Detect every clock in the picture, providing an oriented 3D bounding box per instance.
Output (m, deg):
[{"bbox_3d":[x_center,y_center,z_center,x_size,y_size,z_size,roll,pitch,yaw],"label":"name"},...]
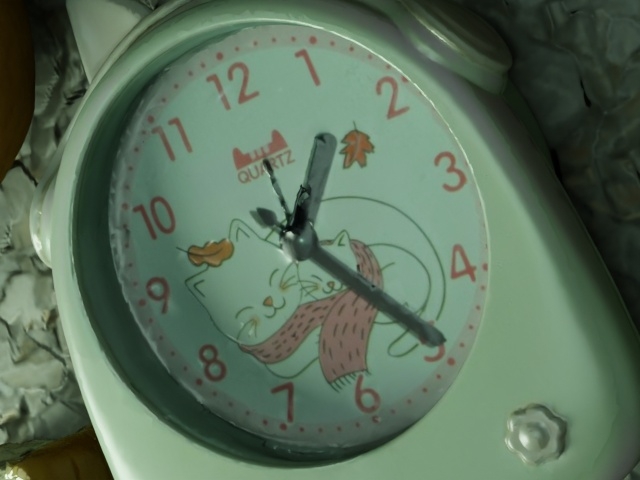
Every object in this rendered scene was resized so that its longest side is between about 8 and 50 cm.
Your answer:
[{"bbox_3d":[0.000,0.000,0.877,0.265,0.108,0.324,-22,90,25],"label":"clock"}]

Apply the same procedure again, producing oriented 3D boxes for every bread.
[{"bbox_3d":[-0.147,0.146,0.983,0.076,0.070,0.083,-10,98,24],"label":"bread"}]

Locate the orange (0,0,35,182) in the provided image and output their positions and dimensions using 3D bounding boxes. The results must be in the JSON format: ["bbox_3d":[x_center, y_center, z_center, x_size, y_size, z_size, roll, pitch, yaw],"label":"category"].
[{"bbox_3d":[-0.251,-0.087,0.910,0.219,0.193,0.219,2,82,-12],"label":"orange"}]
